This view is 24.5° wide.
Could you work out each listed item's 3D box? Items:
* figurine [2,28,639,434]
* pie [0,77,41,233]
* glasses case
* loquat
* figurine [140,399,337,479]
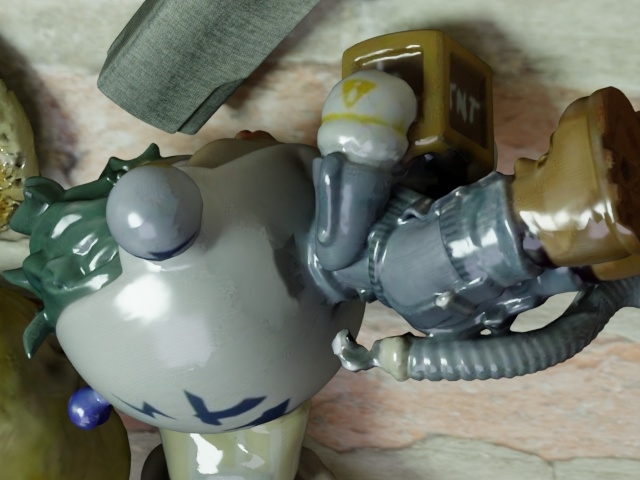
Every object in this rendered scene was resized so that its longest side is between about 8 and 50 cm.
[{"bbox_3d":[-0.002,-0.003,0.810,0.381,0.186,0.261,-17,152,29],"label":"figurine"},{"bbox_3d":[-0.306,-0.078,0.947,0.274,0.055,0.274,11,146,8],"label":"pie"},{"bbox_3d":[-0.046,-0.132,0.796,0.070,0.047,0.205,30,138,-18],"label":"glasses case"},{"bbox_3d":[-0.279,0.156,1.062,0.283,0.276,0.276,-29,125,16],"label":"loquat"},{"bbox_3d":[-0.066,0.232,1.131,0.248,0.203,0.381,2,127,4],"label":"figurine"}]
